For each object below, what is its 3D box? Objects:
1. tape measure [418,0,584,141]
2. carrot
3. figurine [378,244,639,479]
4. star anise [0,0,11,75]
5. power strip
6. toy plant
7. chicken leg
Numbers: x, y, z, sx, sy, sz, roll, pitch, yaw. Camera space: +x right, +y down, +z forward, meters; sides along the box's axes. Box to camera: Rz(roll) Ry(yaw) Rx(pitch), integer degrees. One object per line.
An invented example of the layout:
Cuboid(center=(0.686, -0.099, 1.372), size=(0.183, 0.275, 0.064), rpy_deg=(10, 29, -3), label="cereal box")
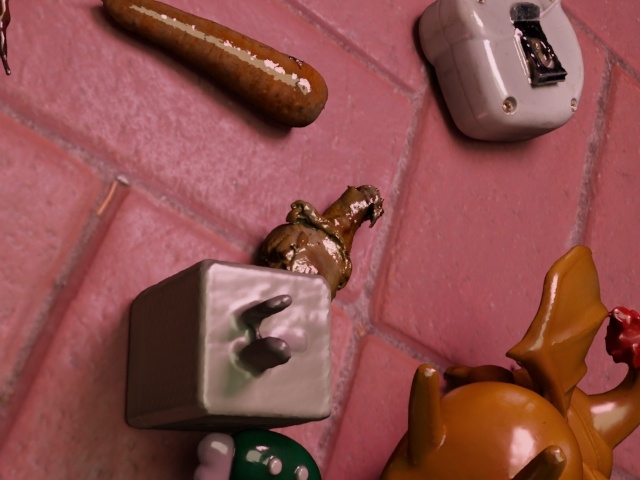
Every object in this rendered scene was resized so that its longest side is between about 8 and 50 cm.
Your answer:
Cuboid(center=(0.271, -0.265, 1.223), size=(0.243, 0.125, 0.246), rpy_deg=(-19, 87, -37), label="tape measure")
Cuboid(center=(-0.125, -0.213, 0.964), size=(0.298, 0.078, 0.078), rpy_deg=(24, 63, -23), label="carrot")
Cuboid(center=(0.220, 0.220, 0.953), size=(0.387, 0.268, 0.401), rpy_deg=(-10, 93, -51), label="figurine")
Cuboid(center=(-0.324, -0.260, 0.848), size=(0.158, 0.144, 0.140), rpy_deg=(11, 25, -40), label="star anise")
Cuboid(center=(-0.072, 0.099, 0.803), size=(0.140, 0.224, 0.139), rpy_deg=(12, 69, -33), label="power strip")
Cuboid(center=(-0.069, 0.302, 0.808), size=(0.243, 0.112, 0.233), rpy_deg=(47, 71, -28), label="toy plant")
Cuboid(center=(0.000, 0.000, 0.975), size=(0.103, 0.088, 0.228), rpy_deg=(35, 55, 0), label="chicken leg")
